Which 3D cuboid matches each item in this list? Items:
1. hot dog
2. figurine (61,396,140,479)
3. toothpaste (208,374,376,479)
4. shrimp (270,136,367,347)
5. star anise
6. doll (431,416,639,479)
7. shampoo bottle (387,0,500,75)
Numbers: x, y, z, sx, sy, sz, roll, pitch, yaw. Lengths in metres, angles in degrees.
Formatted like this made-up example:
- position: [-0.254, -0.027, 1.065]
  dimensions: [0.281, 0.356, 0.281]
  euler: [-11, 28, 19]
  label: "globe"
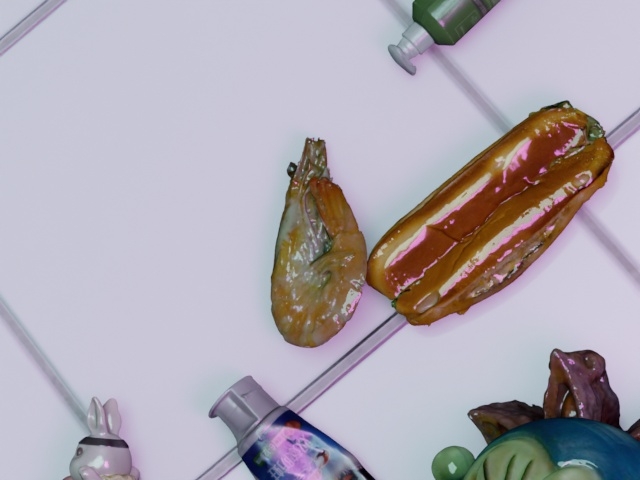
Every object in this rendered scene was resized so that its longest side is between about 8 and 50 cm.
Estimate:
- position: [0.165, -0.021, 1.808]
  dimensions: [0.269, 0.072, 0.115]
  euler: [-37, 72, 0]
  label: "hot dog"
- position: [-0.221, 0.232, 1.825]
  dimensions: [0.098, 0.081, 0.146]
  euler: [-23, 74, 6]
  label: "figurine"
- position: [0.006, 0.237, 1.796]
  dimensions: [0.266, 0.061, 0.096]
  euler: [44, 88, 11]
  label: "toothpaste"
- position: [0.002, 0.001, 1.839]
  dimensions: [0.115, 0.051, 0.217]
  euler: [-13, 63, 31]
  label: "shrimp"
- position: [0.256, 0.193, 1.718]
  dimensions: [0.214, 0.099, 0.220]
  euler: [-27, 90, 25]
  label: "star anise"
- position: [0.180, 0.257, 1.620]
  dimensions: [0.322, 0.186, 0.198]
  euler: [-23, 77, 47]
  label: "doll"
- position: [0.147, -0.245, 1.872]
  dimensions: [0.204, 0.065, 0.065]
  euler: [-44, 72, -2]
  label: "shampoo bottle"
